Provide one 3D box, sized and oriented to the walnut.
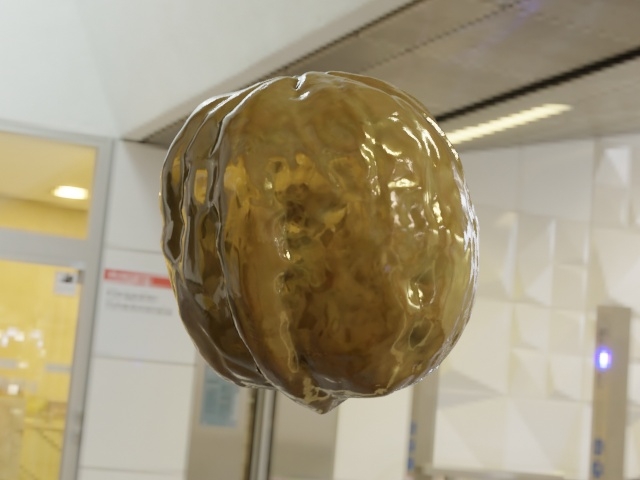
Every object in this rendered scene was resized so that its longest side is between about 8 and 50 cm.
[{"bbox_3d":[0.000,0.000,0.776,0.224,0.224,0.224,5,-8,1],"label":"walnut"}]
